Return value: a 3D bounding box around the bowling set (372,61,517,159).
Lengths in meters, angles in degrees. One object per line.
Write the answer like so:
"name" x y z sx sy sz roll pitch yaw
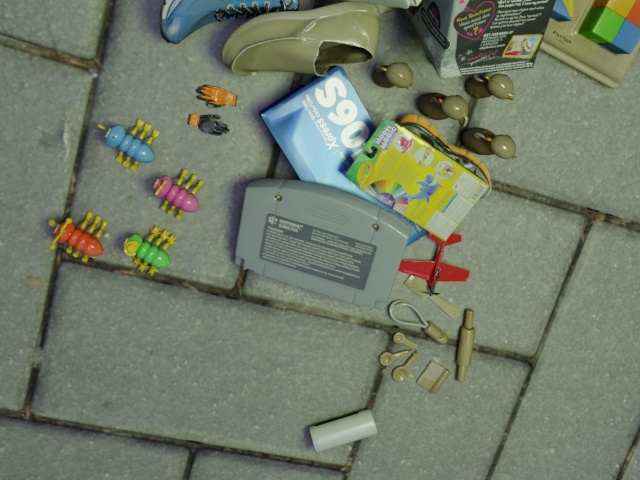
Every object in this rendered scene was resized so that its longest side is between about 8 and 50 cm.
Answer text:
"bowling set" 0.250 -0.288 1.001 0.287 0.154 0.200 28 99 -15

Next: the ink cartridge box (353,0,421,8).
"ink cartridge box" 0.127 -0.485 0.822 0.278 0.201 0.117 -52 132 -3

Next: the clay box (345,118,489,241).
"clay box" 0.163 -0.108 0.999 0.222 0.053 0.127 31 108 -15

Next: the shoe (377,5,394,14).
"shoe" 0.060 -0.479 0.961 0.058 0.076 0.219 -29 109 -6

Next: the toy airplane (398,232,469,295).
"toy airplane" 0.236 0.039 1.144 0.151 0.028 0.151 -1 101 -8

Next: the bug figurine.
"bug figurine" -0.332 -0.060 1.008 0.216 0.072 0.279 28 98 -15

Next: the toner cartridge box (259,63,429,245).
"toner cartridge box" 0.050 -0.125 1.052 0.165 0.075 0.348 -33 107 1

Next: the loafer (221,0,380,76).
"loafer" -0.029 -0.312 0.932 0.268 0.102 0.092 -14 74 7

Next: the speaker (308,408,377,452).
"speaker" 0.048 0.394 1.196 0.136 0.055 0.055 -16 106 -5

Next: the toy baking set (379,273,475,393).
"toy baking set" 0.227 0.199 1.187 0.197 0.030 0.256 6 103 -11

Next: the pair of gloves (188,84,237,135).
"pair of gloves" -0.190 -0.230 1.019 0.074 0.010 0.083 15 102 -13

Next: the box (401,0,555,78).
"box" 0.230 -0.391 0.906 0.163 0.247 0.142 -8 140 -7

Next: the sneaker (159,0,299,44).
"sneaker" -0.107 -0.402 0.927 0.330 0.130 0.147 -31 105 0

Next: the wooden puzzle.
"wooden puzzle" 0.504 -0.493 1.028 0.322 0.080 0.348 22 100 -14

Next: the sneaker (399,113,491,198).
"sneaker" 0.218 -0.137 1.062 0.215 0.084 0.083 34 64 -7

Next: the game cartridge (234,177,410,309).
"game cartridge" 0.000 0.000 1.023 0.294 0.060 0.196 17 124 5
